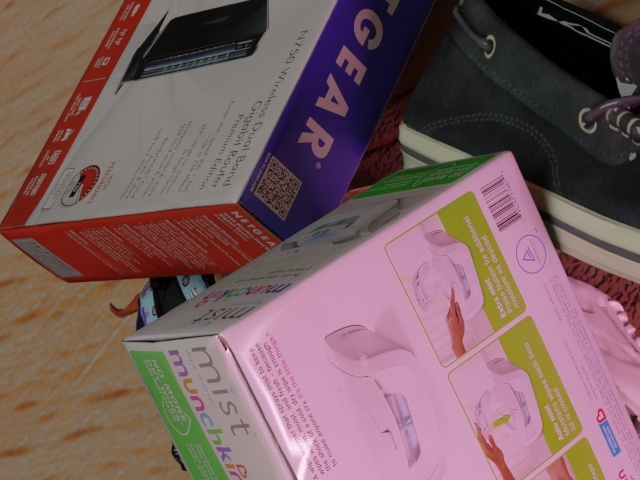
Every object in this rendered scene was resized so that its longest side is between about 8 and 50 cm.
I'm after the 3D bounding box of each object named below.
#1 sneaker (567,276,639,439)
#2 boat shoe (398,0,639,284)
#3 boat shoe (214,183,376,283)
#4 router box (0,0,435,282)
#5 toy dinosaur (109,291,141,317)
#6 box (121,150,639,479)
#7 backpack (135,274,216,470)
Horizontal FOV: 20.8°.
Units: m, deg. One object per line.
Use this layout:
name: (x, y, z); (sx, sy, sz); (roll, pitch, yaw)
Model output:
sneaker: (0.180, 0.084, 1.134); (0.235, 0.095, 0.090); (42, 143, 23)
boat shoe: (0.228, -0.057, 1.035); (0.500, 0.187, 0.156); (27, 109, 52)
boat shoe: (0.000, 0.000, 1.314); (0.059, 0.170, 0.063); (-117, 12, -64)
router box: (-0.067, -0.132, 1.345); (0.301, 0.082, 0.335); (-5, 52, 47)
toy dinosaur: (-0.145, 0.054, 1.510); (0.082, 0.090, 0.047); (82, -176, -62)
box: (0.053, 0.116, 1.024); (0.127, 0.231, 0.262); (-7, 112, 57)
backpack: (-0.067, 0.079, 1.382); (0.158, 0.117, 0.173); (-52, 49, 29)
